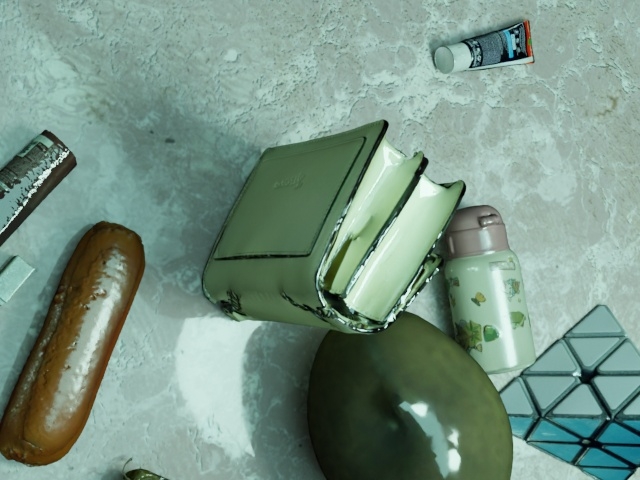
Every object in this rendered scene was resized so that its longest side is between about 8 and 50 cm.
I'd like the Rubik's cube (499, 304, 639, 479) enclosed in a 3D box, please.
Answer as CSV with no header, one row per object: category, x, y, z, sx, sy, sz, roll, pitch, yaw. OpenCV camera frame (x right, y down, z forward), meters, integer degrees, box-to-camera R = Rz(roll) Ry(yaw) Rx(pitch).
Rubik's cube,0.439,0.265,1.642,0.229,0.233,0.228,-53,158,18

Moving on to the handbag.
handbag,0.000,0.000,1.323,0.160,0.358,0.236,38,73,-21

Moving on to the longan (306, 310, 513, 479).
longan,0.118,0.257,1.422,0.288,0.288,0.350,-31,92,-24

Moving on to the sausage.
sausage,-0.312,0.131,1.313,0.102,0.102,0.330,25,78,-23

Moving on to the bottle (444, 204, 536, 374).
bottle,0.252,0.072,1.576,0.120,0.120,0.253,-10,90,-26

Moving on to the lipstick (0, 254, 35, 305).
lipstick,-0.416,0.077,1.298,0.030,0.030,0.129,44,71,-18

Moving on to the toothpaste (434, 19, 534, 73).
toothpaste,0.271,-0.301,1.646,0.193,0.045,0.071,-19,104,-32

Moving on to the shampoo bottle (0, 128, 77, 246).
shampoo bottle,-0.404,-0.037,1.288,0.067,0.068,0.236,48,70,-18

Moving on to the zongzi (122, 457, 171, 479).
zongzi,-0.163,0.342,1.377,0.184,0.084,0.187,-37,105,-22
